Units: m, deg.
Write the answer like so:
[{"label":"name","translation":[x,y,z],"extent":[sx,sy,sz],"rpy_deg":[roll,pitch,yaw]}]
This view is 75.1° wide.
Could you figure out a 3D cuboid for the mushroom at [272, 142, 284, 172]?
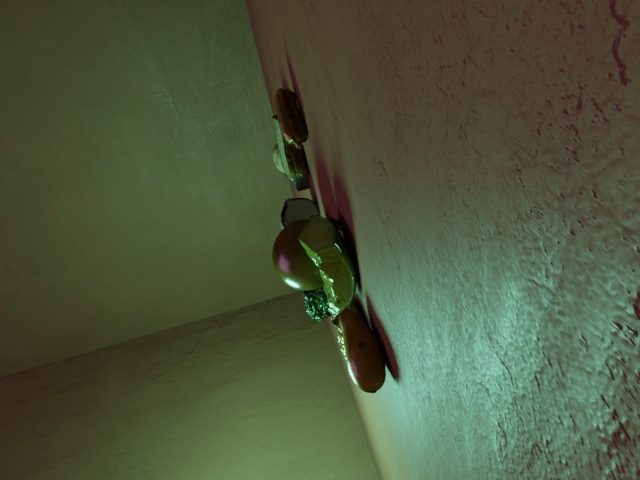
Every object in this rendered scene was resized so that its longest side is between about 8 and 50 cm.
[{"label":"mushroom","translation":[-0.171,-0.428,2.126],"extent":[0.166,0.127,0.166],"rpy_deg":[41,144,38]}]

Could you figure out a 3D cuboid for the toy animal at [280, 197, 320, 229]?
[{"label":"toy animal","translation":[-0.099,-0.096,1.958],"extent":[0.165,0.187,0.235],"rpy_deg":[49,166,10]}]

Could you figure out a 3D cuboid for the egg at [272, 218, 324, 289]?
[{"label":"egg","translation":[-0.059,0.048,1.588],"extent":[0.322,0.250,0.250],"rpy_deg":[-103,0,-61]}]

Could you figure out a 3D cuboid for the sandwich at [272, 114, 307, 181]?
[{"label":"sandwich","translation":[-0.140,-0.431,1.900],"extent":[0.271,0.099,0.301],"rpy_deg":[-130,28,-67]}]

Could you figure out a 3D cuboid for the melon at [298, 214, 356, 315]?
[{"label":"melon","translation":[0.043,0.089,1.316],"extent":[0.196,0.124,0.324],"rpy_deg":[51,166,56]}]

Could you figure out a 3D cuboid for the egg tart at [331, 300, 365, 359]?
[{"label":"egg tart","translation":[0.108,0.337,1.473],"extent":[0.291,0.107,0.291],"rpy_deg":[165,90,-84]}]

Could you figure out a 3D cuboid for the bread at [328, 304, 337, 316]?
[{"label":"bread","translation":[0.080,0.261,1.631],"extent":[0.083,0.077,0.070],"rpy_deg":[18,150,29]}]

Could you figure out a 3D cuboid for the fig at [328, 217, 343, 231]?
[{"label":"fig","translation":[0.047,-0.045,1.338],"extent":[0.083,0.050,0.050],"rpy_deg":[26,134,60]}]

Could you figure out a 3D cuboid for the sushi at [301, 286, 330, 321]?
[{"label":"sushi","translation":[-0.021,0.336,2.527],"extent":[0.352,0.178,0.294],"rpy_deg":[-165,58,-86]}]

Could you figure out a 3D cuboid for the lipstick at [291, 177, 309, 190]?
[{"label":"lipstick","translation":[-0.112,-0.313,2.121],"extent":[0.317,0.066,0.068],"rpy_deg":[-120,16,-71]}]

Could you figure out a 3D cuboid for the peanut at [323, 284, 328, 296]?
[{"label":"peanut","translation":[0.055,0.200,1.755],"extent":[0.093,0.083,0.194],"rpy_deg":[61,179,-21]}]

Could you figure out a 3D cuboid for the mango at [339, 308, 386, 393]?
[{"label":"mango","translation":[0.126,0.321,1.235],"extent":[0.157,0.108,0.262],"rpy_deg":[65,-171,-50]}]

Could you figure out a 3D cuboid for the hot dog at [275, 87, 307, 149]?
[{"label":"hot dog","translation":[-0.115,-0.447,1.544],"extent":[0.076,0.102,0.249],"rpy_deg":[-32,70,48]}]
